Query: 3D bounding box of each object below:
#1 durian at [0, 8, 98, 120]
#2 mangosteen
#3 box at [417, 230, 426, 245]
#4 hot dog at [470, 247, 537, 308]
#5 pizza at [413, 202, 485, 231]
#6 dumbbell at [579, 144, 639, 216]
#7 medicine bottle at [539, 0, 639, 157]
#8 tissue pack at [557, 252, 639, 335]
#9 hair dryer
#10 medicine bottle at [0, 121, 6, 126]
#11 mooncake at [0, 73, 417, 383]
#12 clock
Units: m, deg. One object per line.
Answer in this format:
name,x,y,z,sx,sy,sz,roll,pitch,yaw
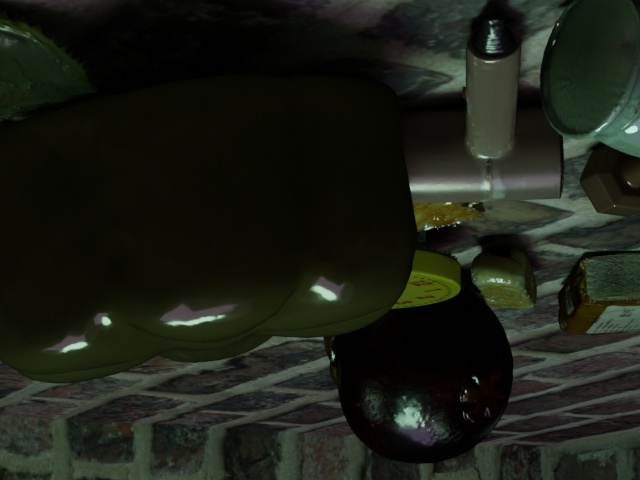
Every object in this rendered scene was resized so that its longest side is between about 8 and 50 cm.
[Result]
durian,-0.317,-0.160,1.356,0.215,0.100,0.086,-8,163,-14
mangosteen,0.145,0.199,2.409,0.307,0.306,0.347,14,-174,-44
box,0.000,0.000,2.077,0.270,0.045,0.211,1,164,-7
hot dog,0.279,0.052,2.236,0.084,0.073,0.242,-1,168,14
pizza,0.111,-0.052,1.870,0.193,0.053,0.201,7,152,-23
dumbbell,0.393,-0.093,1.695,0.082,0.092,0.231,33,155,-15
medicine bottle,0.293,-0.152,1.353,0.143,0.147,0.147,11,161,-27
tissue pack,0.482,0.087,2.347,0.183,0.091,0.226,-1,166,-2
hair dryer,0.159,-0.143,1.517,0.189,0.106,0.344,-1,156,5
medicine bottle,-0.429,-0.073,1.677,0.192,0.096,0.096,-14,160,39
mooncake,-0.127,-0.010,1.509,0.467,0.262,0.467,-9,173,-1
clock,0.058,0.068,2.108,0.277,0.071,0.293,13,160,-43
